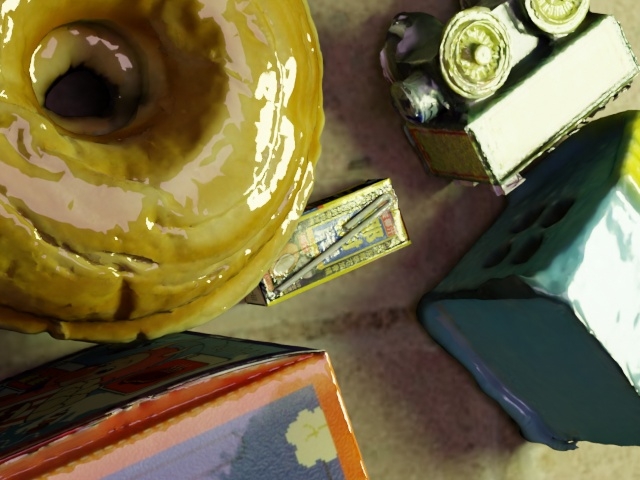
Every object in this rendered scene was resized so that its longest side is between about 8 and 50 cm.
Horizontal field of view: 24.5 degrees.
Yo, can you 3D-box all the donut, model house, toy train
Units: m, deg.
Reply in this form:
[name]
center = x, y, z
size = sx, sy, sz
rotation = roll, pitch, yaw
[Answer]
[donut]
center = -0.196, -0.126, 1.223
size = 0.449, 0.198, 0.449
rotation = 2, 85, -25
[model house]
center = 0.290, 0.032, 1.447
size = 0.237, 0.215, 0.303
rotation = 48, 68, -16
[toy train]
center = 0.181, -0.175, 1.438
size = 0.261, 0.134, 0.177
rotation = -39, 114, -19

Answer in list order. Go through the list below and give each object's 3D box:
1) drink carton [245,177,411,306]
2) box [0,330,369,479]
[drink carton]
center = 0.000, 0.000, 1.391
size = 0.166, 0.056, 0.071
rotation = -24, 103, -23
[box]
center = -0.161, 0.232, 1.153
size = 0.318, 0.349, 0.257
rotation = -20, 98, -22
